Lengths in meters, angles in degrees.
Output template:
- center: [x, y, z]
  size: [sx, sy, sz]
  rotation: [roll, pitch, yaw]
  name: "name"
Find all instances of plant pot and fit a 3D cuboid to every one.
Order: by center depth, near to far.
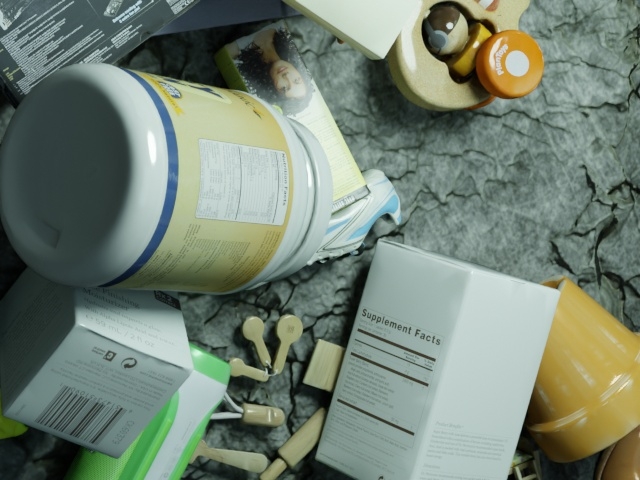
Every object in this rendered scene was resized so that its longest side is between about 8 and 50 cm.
- center: [0.327, 0.155, 2.073]
  size: [0.205, 0.205, 0.188]
  rotation: [-41, 100, -16]
  name: "plant pot"

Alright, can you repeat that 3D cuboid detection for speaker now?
- center: [-0.218, 0.252, 1.823]
  size: [0.131, 0.131, 0.296]
  rotation: [30, 85, -30]
  name: "speaker"

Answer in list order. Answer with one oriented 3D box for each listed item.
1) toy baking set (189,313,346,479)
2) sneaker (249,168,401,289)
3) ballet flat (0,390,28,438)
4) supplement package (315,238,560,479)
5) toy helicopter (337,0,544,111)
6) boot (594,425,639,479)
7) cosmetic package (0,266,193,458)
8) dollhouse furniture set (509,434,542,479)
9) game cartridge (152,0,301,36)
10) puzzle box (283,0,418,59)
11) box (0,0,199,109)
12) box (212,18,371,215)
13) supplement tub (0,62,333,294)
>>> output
- center: [-0.075, 0.204, 1.950]
  size: [0.256, 0.030, 0.197]
  rotation: [-48, 115, -13]
  name: "toy baking set"
- center: [0.000, 0.000, 1.913]
  size: [0.237, 0.085, 0.086]
  rotation: [-32, 98, -20]
  name: "sneaker"
- center: [-0.394, 0.126, 1.740]
  size: [0.077, 0.077, 0.231]
  rotation: [-21, 113, 2]
  name: "ballet flat"
- center: [0.146, 0.168, 1.960]
  size: [0.177, 0.175, 0.293]
  rotation: [14, 93, -42]
  name: "supplement package"
- center: [0.152, -0.337, 1.930]
  size: [0.235, 0.140, 0.355]
  rotation: [8, 85, -20]
  name: "toy helicopter"
- center: [0.472, 0.401, 2.171]
  size: [0.109, 0.220, 0.283]
  rotation: [13, 93, -29]
  name: "boot"
- center: [-0.251, 0.107, 1.718]
  size: [0.151, 0.184, 0.151]
  rotation: [26, 117, -31]
  name: "cosmetic package"
- center: [0.232, 0.346, 2.065]
  size: [0.182, 0.161, 0.101]
  rotation: [-17, 108, -25]
  name: "dollhouse furniture set"
- center: [-0.156, -0.352, 1.779]
  size: [0.355, 0.068, 0.230]
  rotation: [-13, 110, -26]
  name: "game cartridge"
- center: [0.057, -0.434, 1.672]
  size: [0.272, 0.052, 0.409]
  rotation: [32, 87, -14]
  name: "puzzle box"
- center: [-0.259, -0.311, 1.661]
  size: [0.307, 0.076, 0.242]
  rotation: [-39, 111, -10]
  name: "box"
- center: [-0.034, -0.135, 1.844]
  size: [0.087, 0.058, 0.232]
  rotation: [-29, 93, -21]
  name: "box"
- center: [-0.157, -0.057, 1.667]
  size: [0.316, 0.228, 0.228]
  rotation: [5, 98, -52]
  name: "supplement tub"
